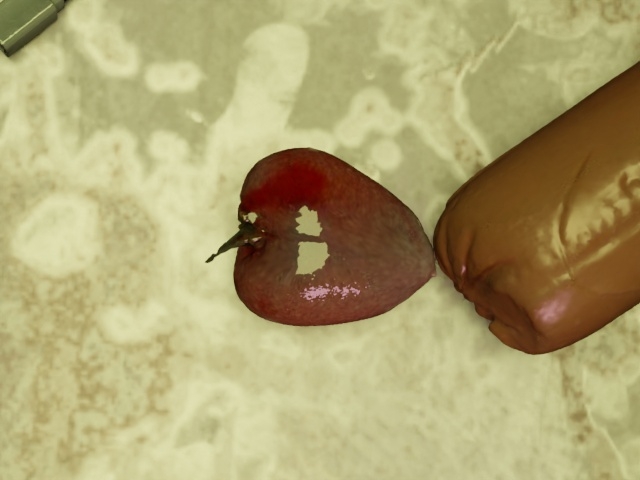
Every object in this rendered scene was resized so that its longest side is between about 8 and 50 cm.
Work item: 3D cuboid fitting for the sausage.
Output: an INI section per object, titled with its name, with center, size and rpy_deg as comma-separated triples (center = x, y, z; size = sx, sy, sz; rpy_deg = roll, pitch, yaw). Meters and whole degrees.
[sausage]
center = 0.211, -0.049, 0.744
size = 0.304, 0.121, 0.121
rpy_deg = -34, 90, -5

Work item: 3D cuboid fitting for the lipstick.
[lipstick]
center = -0.162, -0.157, 0.762
size = 0.107, 0.025, 0.025
rpy_deg = -42, 91, -14

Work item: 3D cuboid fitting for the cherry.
[cherry]
center = -0.002, 0.005, 0.736
size = 0.126, 0.087, 0.106
rpy_deg = 31, 85, -15
